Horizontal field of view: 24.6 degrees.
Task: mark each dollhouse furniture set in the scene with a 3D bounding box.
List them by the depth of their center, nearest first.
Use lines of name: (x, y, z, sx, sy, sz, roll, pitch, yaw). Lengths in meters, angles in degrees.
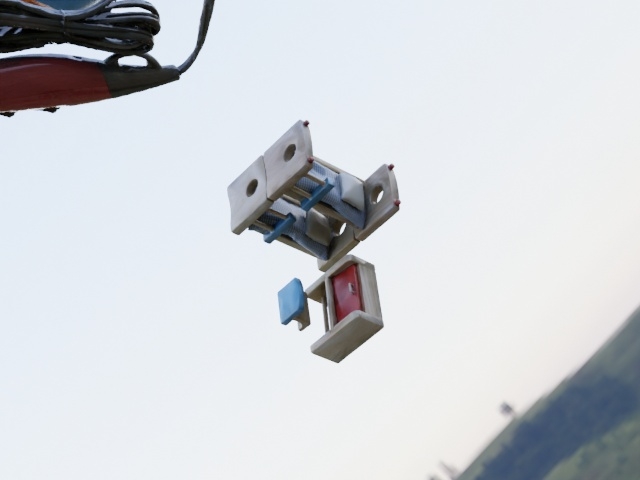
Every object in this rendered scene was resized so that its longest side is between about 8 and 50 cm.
dollhouse furniture set: (0.000, 0.000, 1.489, 0.129, 0.183, 0.129, 24, -49, -32)

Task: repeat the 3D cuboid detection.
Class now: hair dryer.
hair dryer: (-0.212, -0.089, 0.890, 0.293, 0.224, 0.080, -51, 29, 9)

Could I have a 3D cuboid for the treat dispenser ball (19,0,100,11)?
treat dispenser ball: (-0.333, -0.367, 1.573, 0.288, 0.288, 0.288, -44, -12, -12)
